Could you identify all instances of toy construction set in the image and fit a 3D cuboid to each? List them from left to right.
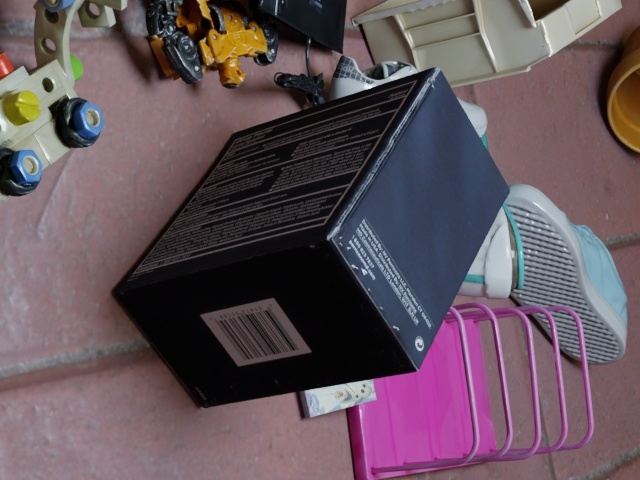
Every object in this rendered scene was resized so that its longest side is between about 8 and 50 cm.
[{"bbox_3d":[-0.303,-0.150,1.279,0.327,0.151,0.215,-40,111,-37],"label":"toy construction set"}]

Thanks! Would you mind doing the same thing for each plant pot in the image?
[{"bbox_3d":[0.585,-0.277,2.394,0.205,0.205,0.188,51,30,-30],"label":"plant pot"}]

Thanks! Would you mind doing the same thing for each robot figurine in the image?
[{"bbox_3d":[-0.146,-0.304,1.557,0.211,0.085,0.291,-22,96,-52],"label":"robot figurine"}]

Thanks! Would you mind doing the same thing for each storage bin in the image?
[{"bbox_3d":[0.229,-0.300,1.888,0.262,0.260,0.123,-35,111,-50],"label":"storage bin"}]

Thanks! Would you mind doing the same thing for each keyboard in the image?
[{"bbox_3d":[-0.020,-0.258,1.649,0.317,0.033,0.202,2,93,-75],"label":"keyboard"}]

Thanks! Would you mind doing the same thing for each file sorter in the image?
[{"bbox_3d":[0.189,0.178,1.757,0.290,0.182,0.202,3,78,-51],"label":"file sorter"}]

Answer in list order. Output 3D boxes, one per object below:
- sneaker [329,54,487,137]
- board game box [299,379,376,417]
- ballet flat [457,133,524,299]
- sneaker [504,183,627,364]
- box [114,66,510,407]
[{"bbox_3d":[0.117,-0.176,1.775,0.235,0.090,0.095,2,98,-34],"label":"sneaker"},{"bbox_3d":[0.014,0.152,1.648,0.090,0.020,0.090,-11,89,-27],"label":"board game box"},{"bbox_3d":[0.170,-0.049,1.814,0.139,0.139,0.400,57,13,-24],"label":"ballet flat"},{"bbox_3d":[0.342,0.022,2.053,0.366,0.135,0.150,55,35,-38],"label":"sneaker"},{"bbox_3d":[0.000,0.000,1.478,0.183,0.296,0.294,56,43,-24],"label":"box"}]
